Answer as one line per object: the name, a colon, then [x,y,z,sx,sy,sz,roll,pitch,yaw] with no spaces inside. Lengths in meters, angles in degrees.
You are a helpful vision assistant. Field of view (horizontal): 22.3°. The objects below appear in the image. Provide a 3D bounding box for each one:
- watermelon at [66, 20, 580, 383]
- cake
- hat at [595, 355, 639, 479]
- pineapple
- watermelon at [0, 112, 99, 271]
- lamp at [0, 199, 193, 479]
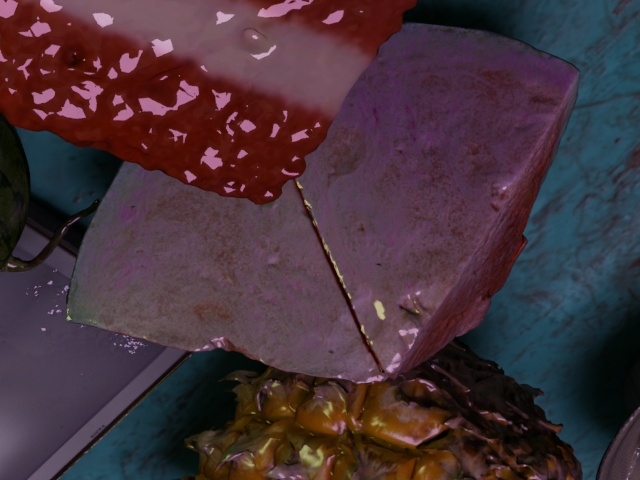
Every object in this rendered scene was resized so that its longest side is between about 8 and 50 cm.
watermelon: [0.010,-0.008,1.256,0.292,0.319,0.222,19,162,13]
cake: [-0.088,-0.239,0.978,0.270,0.269,0.319,17,119,-30]
hat: [0.346,0.150,1.535,0.252,0.110,0.252,-16,135,-16]
pineapple: [0.045,0.223,1.361,0.352,0.352,0.300,24,104,-32]
watermelon: [-0.308,-0.024,1.141,0.204,0.127,0.232,-40,109,13]
lamp: [-0.274,0.091,1.315,0.269,0.047,0.266,-43,125,16]
